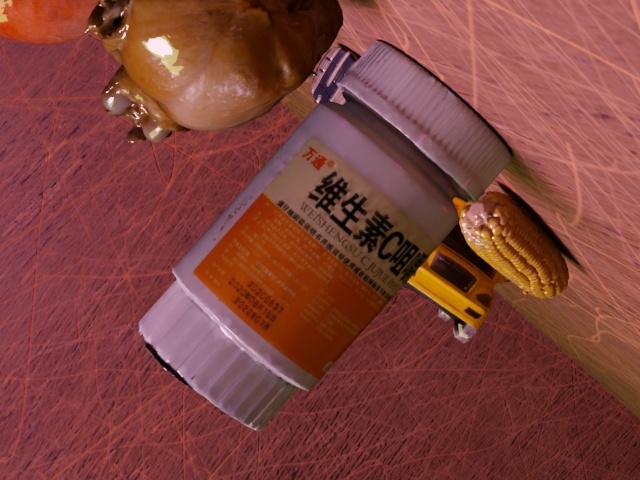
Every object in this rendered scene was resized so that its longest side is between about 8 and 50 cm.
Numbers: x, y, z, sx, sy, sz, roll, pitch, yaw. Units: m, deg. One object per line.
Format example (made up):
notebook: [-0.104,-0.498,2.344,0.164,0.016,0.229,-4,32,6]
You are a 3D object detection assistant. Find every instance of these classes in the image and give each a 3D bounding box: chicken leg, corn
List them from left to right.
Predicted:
chicken leg: [-0.105,-0.152,1.150,0.152,0.201,0.429,62,163,-3]
corn: [0.203,0.007,1.475,0.067,0.067,0.206,41,-179,38]

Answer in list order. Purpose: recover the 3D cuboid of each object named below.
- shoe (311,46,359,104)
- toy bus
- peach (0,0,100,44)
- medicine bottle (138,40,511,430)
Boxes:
shoe: [0.046,-0.137,1.396,0.071,0.064,0.143,11,-151,-50]
toy bus: [0.164,0.023,1.874,0.144,0.152,0.330,35,-177,-3]
peach: [-0.227,-0.282,1.126,0.214,0.214,0.235,41,147,49]
medicine bottle: [0.000,0.000,1.202,0.158,0.318,0.158,42,-179,-1]
